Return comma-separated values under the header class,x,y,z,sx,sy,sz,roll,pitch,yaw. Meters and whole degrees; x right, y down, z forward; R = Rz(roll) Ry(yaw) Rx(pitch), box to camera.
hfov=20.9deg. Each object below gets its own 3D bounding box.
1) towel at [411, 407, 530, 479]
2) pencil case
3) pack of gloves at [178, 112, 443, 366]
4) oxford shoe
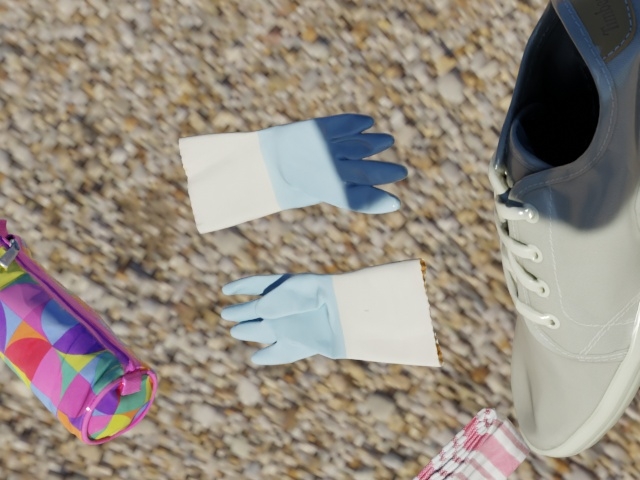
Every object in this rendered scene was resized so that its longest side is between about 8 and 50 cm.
class,x,y,z,sx,sy,sz,roll,pitch,yaw
towel,0.093,0.223,1.416,0.197,0.144,0.029,-46,67,1
pencil case,-0.259,0.088,1.646,0.236,0.104,0.104,42,92,24
pack of gloves,0.000,0.000,1.351,0.232,0.046,0.195,-4,102,44
oxford shoe,0.175,-0.017,1.208,0.130,0.449,0.169,-6,47,-14
